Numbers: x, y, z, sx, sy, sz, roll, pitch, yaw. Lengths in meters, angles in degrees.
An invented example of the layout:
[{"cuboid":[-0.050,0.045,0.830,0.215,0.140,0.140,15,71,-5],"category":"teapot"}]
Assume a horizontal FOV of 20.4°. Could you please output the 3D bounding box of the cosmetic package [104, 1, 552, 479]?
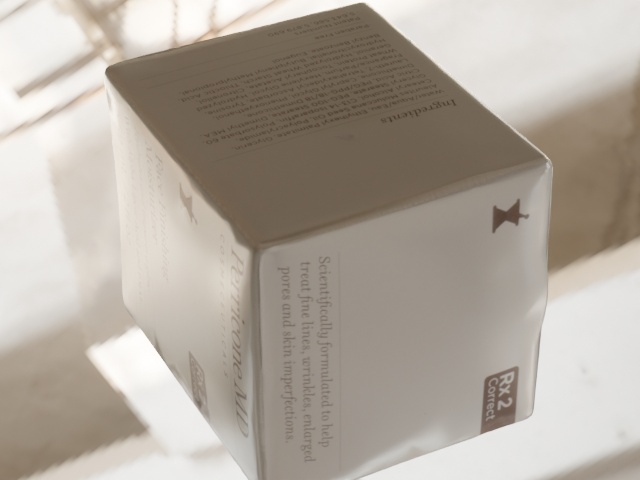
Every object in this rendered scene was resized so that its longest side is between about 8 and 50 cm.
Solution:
[{"cuboid":[0.000,0.000,0.870,0.151,0.151,0.183,-16,-143,-21],"category":"cosmetic package"}]
